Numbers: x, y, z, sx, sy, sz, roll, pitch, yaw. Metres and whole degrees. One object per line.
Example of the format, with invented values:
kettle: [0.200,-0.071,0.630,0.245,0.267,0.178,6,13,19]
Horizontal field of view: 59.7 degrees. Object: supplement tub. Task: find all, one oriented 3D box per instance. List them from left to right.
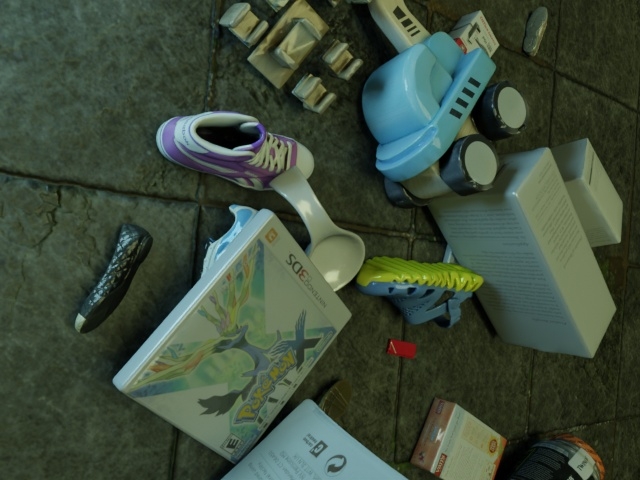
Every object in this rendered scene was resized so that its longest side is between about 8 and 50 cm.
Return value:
supplement tub: [0.554,0.631,1.379,0.315,0.193,0.194,-28,108,-33]

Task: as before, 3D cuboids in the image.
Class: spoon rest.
spoon rest: [0.000,0.000,0.969,0.137,0.084,0.276,-36,133,-8]

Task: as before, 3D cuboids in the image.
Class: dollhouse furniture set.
dollhouse furniture set: [-0.030,-0.384,0.968,0.212,0.161,0.242,39,91,-31]

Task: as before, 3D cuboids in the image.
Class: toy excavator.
toy excavator: [0.187,-0.347,1.078,0.445,0.222,0.433,42,66,-21]

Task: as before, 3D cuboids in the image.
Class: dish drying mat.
dish drying mat: [0.174,0.232,1.194,0.083,0.008,0.032,19,79,-36]

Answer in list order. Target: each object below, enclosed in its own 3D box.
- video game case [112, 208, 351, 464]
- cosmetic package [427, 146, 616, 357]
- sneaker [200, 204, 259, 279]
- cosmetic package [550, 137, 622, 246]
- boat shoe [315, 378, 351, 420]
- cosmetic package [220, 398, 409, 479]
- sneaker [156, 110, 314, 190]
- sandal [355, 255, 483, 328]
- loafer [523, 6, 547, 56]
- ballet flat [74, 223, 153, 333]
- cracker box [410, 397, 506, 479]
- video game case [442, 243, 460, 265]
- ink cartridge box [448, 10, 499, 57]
video game case: [-0.112,0.164,0.893,0.329,0.036,0.300,-51,133,-16]
cosmetic package: [0.447,0.035,1.228,0.161,0.230,0.453,-47,117,-28]
sneaker: [-0.164,0.053,0.901,0.086,0.085,0.237,27,81,7]
cosmetic package: [0.557,-0.092,1.322,0.225,0.224,0.138,46,51,-29]
boat shoe: [0.003,0.326,1.053,0.056,0.048,0.153,48,58,-21]
cosmetic package: [0.032,0.540,0.870,0.327,0.329,0.394,-41,116,-18]
sneaker: [-0.098,-0.137,0.884,0.282,0.161,0.102,3,88,-38]
sandal: [0.203,0.113,1.147,0.317,0.126,0.138,9,103,-32]
loafer: [0.554,-0.535,1.436,0.039,0.045,0.125,24,84,-52]
ballet flat: [-0.305,0.055,0.813,0.049,0.057,0.173,25,71,7]
cracker box: [0.320,0.480,1.276,0.232,0.067,0.156,40,68,-32]
video game case: [0.370,0.000,1.325,0.173,0.022,0.191,25,76,-34]
ink cartridge box: [0.333,-0.434,1.260,0.099,0.056,0.135,48,65,-27]
